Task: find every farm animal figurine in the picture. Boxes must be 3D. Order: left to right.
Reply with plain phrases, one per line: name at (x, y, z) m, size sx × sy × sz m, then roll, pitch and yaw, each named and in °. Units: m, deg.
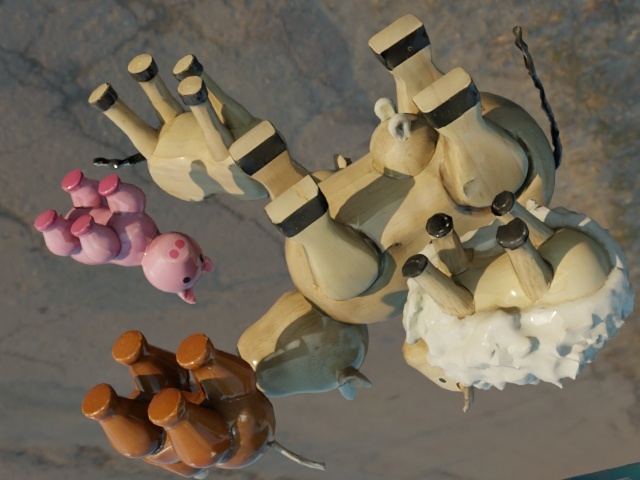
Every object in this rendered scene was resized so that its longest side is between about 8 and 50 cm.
farm animal figurine at (0.000, 0.000, 0.631) m, size 0.326 × 0.330 × 0.172 m, roll -25°, pitch 133°, yaw 17°

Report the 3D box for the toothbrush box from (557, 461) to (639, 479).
toothbrush box at (0.267, 0.210, 0.533) m, size 0.295 × 0.216 × 0.126 m, roll 1°, pitch 110°, yaw -37°
